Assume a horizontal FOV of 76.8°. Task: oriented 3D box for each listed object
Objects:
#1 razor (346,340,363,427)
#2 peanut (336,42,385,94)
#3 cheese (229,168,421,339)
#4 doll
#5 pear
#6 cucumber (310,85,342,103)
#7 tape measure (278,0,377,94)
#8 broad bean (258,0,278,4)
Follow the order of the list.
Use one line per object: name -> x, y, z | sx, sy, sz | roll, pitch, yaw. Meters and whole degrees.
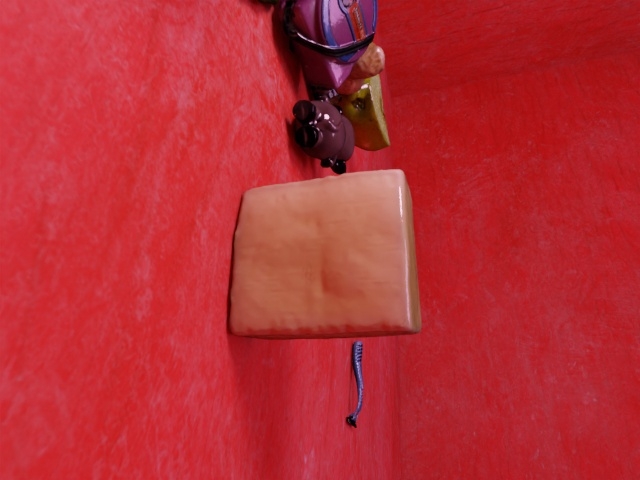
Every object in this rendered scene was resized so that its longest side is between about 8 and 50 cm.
razor -> 0.112, 0.432, 1.235 | 0.082, 0.042, 0.253 | 62, 27, -50
peanut -> 0.083, -0.485, 1.119 | 0.137, 0.253, 0.122 | 46, 74, -18
cheese -> 0.009, 0.026, 0.620 | 0.124, 0.265, 0.242 | 45, 42, -65
doll -> 0.012, -0.255, 0.980 | 0.257, 0.117, 0.182 | -15, 103, -72
pear -> 0.122, -0.443, 1.344 | 0.292, 0.159, 0.292 | -9, 90, -72
cucumber -> -0.015, -0.500, 1.043 | 0.081, 0.072, 0.303 | -28, 118, -23
tape measure -> 0.014, -0.501, 0.918 | 0.245, 0.149, 0.231 | -52, 140, -15
broad bean -> -0.116, -0.477, 0.750 | 0.060, 0.043, 0.297 | 65, 19, -10
